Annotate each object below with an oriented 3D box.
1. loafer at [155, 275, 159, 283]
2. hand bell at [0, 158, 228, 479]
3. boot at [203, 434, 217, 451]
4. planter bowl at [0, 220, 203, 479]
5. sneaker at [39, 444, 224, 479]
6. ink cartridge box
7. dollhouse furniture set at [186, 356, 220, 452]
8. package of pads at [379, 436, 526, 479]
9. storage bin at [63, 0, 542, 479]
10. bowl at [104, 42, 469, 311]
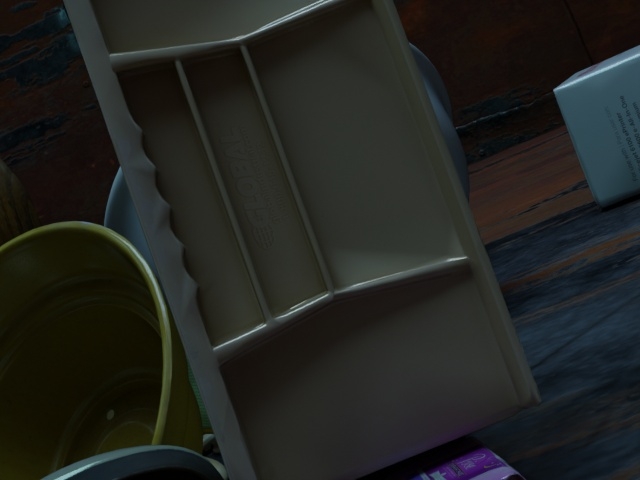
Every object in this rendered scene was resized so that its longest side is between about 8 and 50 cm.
[{"bbox_3d":[-0.186,0.112,0.995,0.084,0.096,0.267,1,-40,-27],"label":"loafer"},{"bbox_3d":[-0.159,0.056,0.813,0.126,0.242,0.126,-24,4,2],"label":"hand bell"},{"bbox_3d":[-0.121,0.118,0.937,0.059,0.085,0.158,-22,2,44],"label":"boot"},{"bbox_3d":[-0.126,0.106,0.702,0.217,0.217,0.090,-21,-34,32],"label":"planter bowl"},{"bbox_3d":[-0.094,0.147,0.464,0.222,0.083,0.118,-34,16,-34],"label":"sneaker"},{"bbox_3d":[0.399,-0.158,1.343,0.307,0.129,0.223,-22,4,19],"label":"ink cartridge box"},{"bbox_3d":[-0.061,0.101,0.856,0.058,0.076,0.151,-28,6,-34],"label":"dollhouse furniture set"},{"bbox_3d":[0.050,0.099,0.509,0.050,0.032,0.083,-26,3,-4],"label":"package of pads"},{"bbox_3d":[-0.022,-0.018,0.645,0.123,0.260,0.262,-20,-6,-5],"label":"storage bin"},{"bbox_3d":[0.000,0.000,1.023,0.298,0.298,0.134,-24,48,-13],"label":"bowl"}]
